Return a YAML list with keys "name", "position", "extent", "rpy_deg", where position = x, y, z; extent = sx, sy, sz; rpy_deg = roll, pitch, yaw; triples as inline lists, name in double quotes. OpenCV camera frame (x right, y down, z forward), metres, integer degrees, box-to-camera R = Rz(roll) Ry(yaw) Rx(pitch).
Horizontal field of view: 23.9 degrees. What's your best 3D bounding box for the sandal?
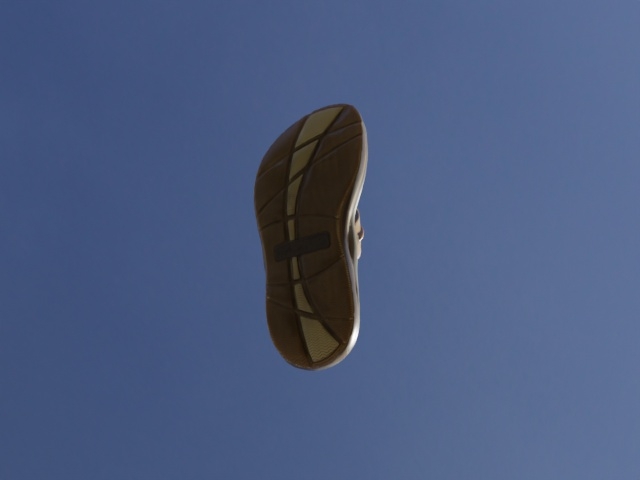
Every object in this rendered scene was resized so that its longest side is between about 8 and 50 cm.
- name: "sandal"
  position: [0.000, 0.000, 0.915]
  extent: [0.072, 0.049, 0.180]
  rpy_deg: [-11, -120, 18]
